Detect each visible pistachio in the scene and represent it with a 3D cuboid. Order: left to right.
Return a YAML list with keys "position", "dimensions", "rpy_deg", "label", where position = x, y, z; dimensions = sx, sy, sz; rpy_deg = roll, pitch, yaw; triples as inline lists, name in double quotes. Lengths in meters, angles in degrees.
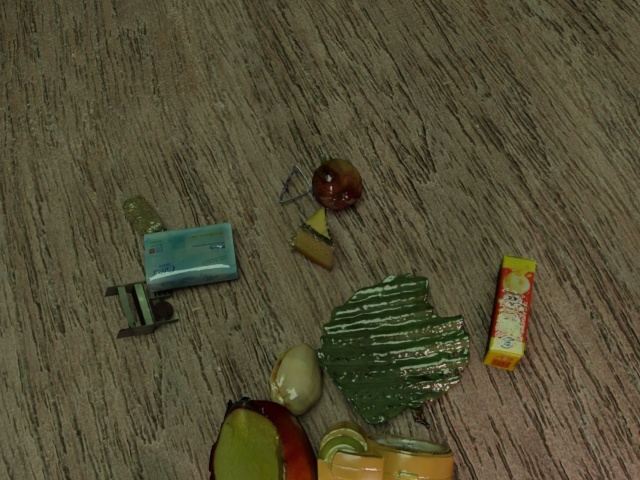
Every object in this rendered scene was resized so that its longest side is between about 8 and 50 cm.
- position: [-0.064, 0.372, 1.733]
  dimensions: [0.145, 0.117, 0.200]
  rpy_deg: [35, 42, -20]
  label: "pistachio"

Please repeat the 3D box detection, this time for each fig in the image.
- position: [0.049, -0.203, 1.984]
  dimensions: [0.160, 0.143, 0.230]
  rpy_deg: [26, 49, -27]
  label: "fig"

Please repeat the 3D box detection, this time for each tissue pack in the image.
- position: [-0.382, 0.045, 1.926]
  dimensions: [0.264, 0.089, 0.177]
  rpy_deg: [-9, 62, -6]
  label: "tissue pack"

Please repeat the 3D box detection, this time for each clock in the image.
- position: [0.155, 0.546, 1.557]
  dimensions: [0.317, 0.244, 0.200]
  rpy_deg: [4, 85, 4]
  label: "clock"

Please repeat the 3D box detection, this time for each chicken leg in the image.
- position: [0.256, 0.452, 1.700]
  dimensions: [0.036, 0.021, 0.083]
  rpy_deg: [-11, 63, -15]
  label: "chicken leg"

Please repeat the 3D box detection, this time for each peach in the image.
- position: [-0.102, 0.554, 1.575]
  dimensions: [0.362, 0.201, 0.257]
  rpy_deg: [42, 104, 42]
  label: "peach"

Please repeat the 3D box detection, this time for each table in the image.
- position: [-0.519, 0.195, 1.900]
  dimensions: [0.176, 0.062, 0.146]
  rpy_deg: [-7, 58, -32]
  label: "table"

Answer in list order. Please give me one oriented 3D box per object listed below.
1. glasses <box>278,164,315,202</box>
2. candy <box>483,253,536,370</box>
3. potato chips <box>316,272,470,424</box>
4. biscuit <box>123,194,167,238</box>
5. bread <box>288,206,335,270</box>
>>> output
- position: [-0.061, -0.162, 2.038]
  dimensions: [0.104, 0.062, 0.139]
  rpy_deg: [22, 67, -7]
  label: "glasses"
- position: [0.500, 0.190, 1.728]
  dimensions: [0.088, 0.146, 0.275]
  rpy_deg: [11, 68, 13]
  label: "candy"
- position: [0.183, 0.273, 1.747]
  dimensions: [0.390, 0.097, 0.373]
  rpy_deg: [-28, 60, -13]
  label: "potato chips"
- position: [-0.549, -0.067, 2.034]
  dimensions: [0.082, 0.070, 0.168]
  rpy_deg: [-32, 62, -18]
  label: "biscuit"
- position: [0.000, 0.000, 1.890]
  dimensions: [0.127, 0.147, 0.152]
  rpy_deg: [-38, 72, -24]
  label: "bread"
